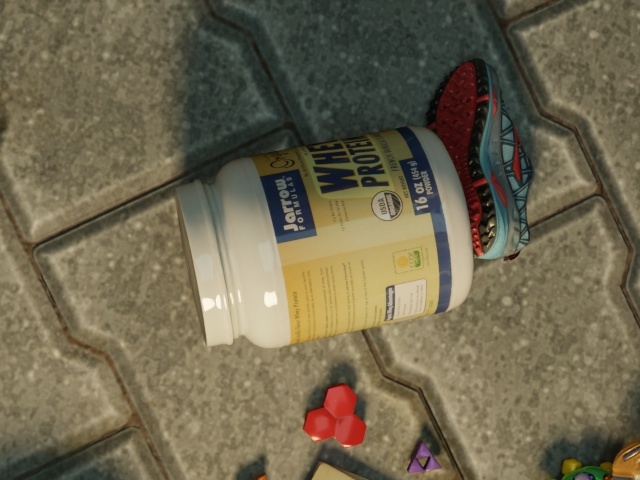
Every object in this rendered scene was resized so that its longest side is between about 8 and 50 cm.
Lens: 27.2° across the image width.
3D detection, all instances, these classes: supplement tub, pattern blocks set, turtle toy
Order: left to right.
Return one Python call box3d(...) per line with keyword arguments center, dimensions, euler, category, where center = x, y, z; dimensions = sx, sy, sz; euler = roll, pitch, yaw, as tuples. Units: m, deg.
box3d(center=(0.000, 0.000, 1.558), dimensions=(0.316, 0.228, 0.228), euler=(-12, 91, -9), category="supplement tub")
box3d(center=(0.022, 0.375, 1.655), dimensions=(0.285, 0.026, 0.325), euler=(38, 84, -6), category="pattern blocks set")
box3d(center=(0.331, 0.328, 1.681), dimensions=(0.130, 0.066, 0.095), euler=(7, 88, -8), category="turtle toy")

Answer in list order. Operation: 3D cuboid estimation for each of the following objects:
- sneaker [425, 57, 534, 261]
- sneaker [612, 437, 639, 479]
box3d(center=(0.209, -0.098, 1.672), dimensions=(0.125, 0.104, 0.262), euler=(12, 71, -45), category="sneaker")
box3d(center=(0.473, 0.380, 1.641), dimensions=(0.112, 0.131, 0.296), euler=(-27, 73, 33), category="sneaker")
